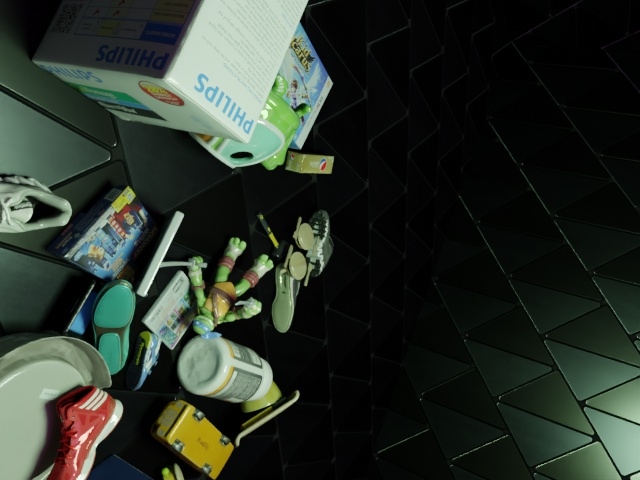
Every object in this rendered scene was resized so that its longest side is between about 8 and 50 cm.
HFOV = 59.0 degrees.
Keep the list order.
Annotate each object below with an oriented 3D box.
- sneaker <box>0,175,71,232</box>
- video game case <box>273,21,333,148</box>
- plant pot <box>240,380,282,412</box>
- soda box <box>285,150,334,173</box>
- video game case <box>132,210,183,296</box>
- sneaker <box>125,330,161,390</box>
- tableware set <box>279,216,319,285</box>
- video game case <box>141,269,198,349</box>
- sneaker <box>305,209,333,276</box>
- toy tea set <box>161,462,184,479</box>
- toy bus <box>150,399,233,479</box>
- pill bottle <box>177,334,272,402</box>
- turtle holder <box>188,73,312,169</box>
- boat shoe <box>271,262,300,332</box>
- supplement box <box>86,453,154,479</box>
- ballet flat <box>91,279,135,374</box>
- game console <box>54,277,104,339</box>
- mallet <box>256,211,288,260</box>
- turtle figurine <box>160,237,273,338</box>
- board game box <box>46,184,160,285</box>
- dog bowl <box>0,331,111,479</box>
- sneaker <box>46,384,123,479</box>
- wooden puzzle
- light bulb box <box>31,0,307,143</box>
[{"bbox_3d":[-0.546,-0.059,0.912,0.292,0.118,0.110,-6,111,-57],"label":"sneaker"},{"bbox_3d":[-0.080,-0.432,1.583,0.244,0.061,0.269,-66,150,-16],"label":"video game case"},{"bbox_3d":[-0.197,0.467,1.773,0.134,0.134,0.095,-12,82,-58],"label":"plant pot"},{"bbox_3d":[-0.032,-0.242,1.756,0.181,0.061,0.058,-11,114,-58],"label":"soda box"},{"bbox_3d":[-0.362,0.030,1.242,0.022,0.173,0.190,27,77,-19],"label":"video game case"},{"bbox_3d":[-0.421,0.291,1.360,0.059,0.053,0.144,28,81,-62],"label":"sneaker"},{"bbox_3d":[-0.069,0.035,1.783,0.128,0.039,0.194,47,47,-42],"label":"tableware set"},{"bbox_3d":[-0.367,0.177,1.430,0.157,0.019,0.143,-59,148,-27],"label":"video game case"},{"bbox_3d":[0.000,0.000,1.923,0.106,0.078,0.234,-31,131,-58],"label":"sneaker"},{"bbox_3d":[-0.401,0.784,1.550,0.124,0.200,0.336,-18,126,-17],"label":"toy tea set"},{"bbox_3d":[-0.346,0.534,1.526,0.108,0.130,0.332,-56,146,-27],"label":"toy bus"},{"bbox_3d":[-0.254,0.363,1.567,0.278,0.162,0.162,44,66,-58],"label":"pill bottle"},{"bbox_3d":[-0.180,-0.294,1.342,0.227,0.243,0.320,-51,180,3],"label":"turtle holder"},{"bbox_3d":[-0.102,0.183,1.821,0.079,0.084,0.233,-12,111,-57],"label":"boat shoe"},{"bbox_3d":[-0.480,0.730,1.327,0.194,0.195,0.356,-32,131,-50],"label":"supplement box"},{"bbox_3d":[-0.448,0.171,1.214,0.083,0.087,0.247,5,118,-21],"label":"ballet flat"},{"bbox_3d":[-0.483,0.146,1.167,0.071,0.107,0.122,34,71,-30],"label":"game console"},{"bbox_3d":[-0.145,-0.024,1.702,0.062,0.039,0.189,-53,140,-34],"label":"mallet"},{"bbox_3d":[-0.228,0.099,1.430,0.266,0.198,0.274,-60,151,-44],"label":"turtle figurine"},{"bbox_3d":[-0.436,0.013,1.190,0.194,0.060,0.194,-57,147,-28],"label":"board game box"},{"bbox_3d":[-0.572,0.335,1.072,0.349,0.102,0.348,-36,134,-49],"label":"dog bowl"},{"bbox_3d":[-0.485,0.378,1.077,0.128,0.087,0.221,61,39,-41],"label":"sneaker"},{"bbox_3d":[-0.178,0.553,1.766,0.239,0.044,0.221,-34,169,-21],"label":"wooden puzzle"},{"bbox_3d":[-0.250,-0.399,1.005,0.225,0.358,0.361,34,75,-57],"label":"light bulb box"}]
